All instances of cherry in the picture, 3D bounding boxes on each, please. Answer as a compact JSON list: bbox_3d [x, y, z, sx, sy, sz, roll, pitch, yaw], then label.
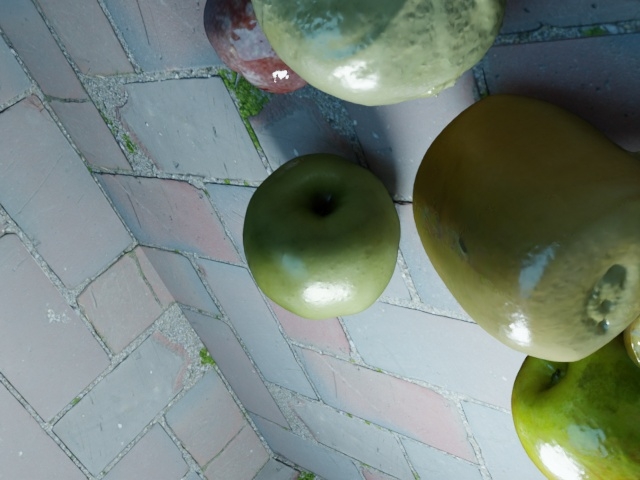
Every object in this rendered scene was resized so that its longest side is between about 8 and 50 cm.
[{"bbox_3d":[-0.092,-0.385,1.194,0.236,0.212,0.285,28,126,-11],"label":"cherry"}]

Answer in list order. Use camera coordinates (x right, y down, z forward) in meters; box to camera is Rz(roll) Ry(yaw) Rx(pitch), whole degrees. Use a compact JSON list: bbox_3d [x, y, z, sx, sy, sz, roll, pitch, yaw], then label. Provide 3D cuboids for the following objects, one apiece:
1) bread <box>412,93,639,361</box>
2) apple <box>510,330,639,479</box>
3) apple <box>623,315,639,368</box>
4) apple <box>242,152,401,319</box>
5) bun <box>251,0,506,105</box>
[{"bbox_3d":[0.305,-0.022,1.027,0.376,0.253,0.347,-116,23,-49],"label":"bread"},{"bbox_3d":[0.504,0.297,1.173,0.340,0.339,0.339,30,146,23],"label":"apple"},{"bbox_3d":[0.624,0.175,0.971,0.309,0.252,0.314,46,-174,17],"label":"apple"},{"bbox_3d":[0.000,0.000,1.427,0.357,0.357,0.357,30,146,23],"label":"apple"},{"bbox_3d":[0.095,-0.357,0.847,0.364,0.364,0.202,52,168,-12],"label":"bun"}]
